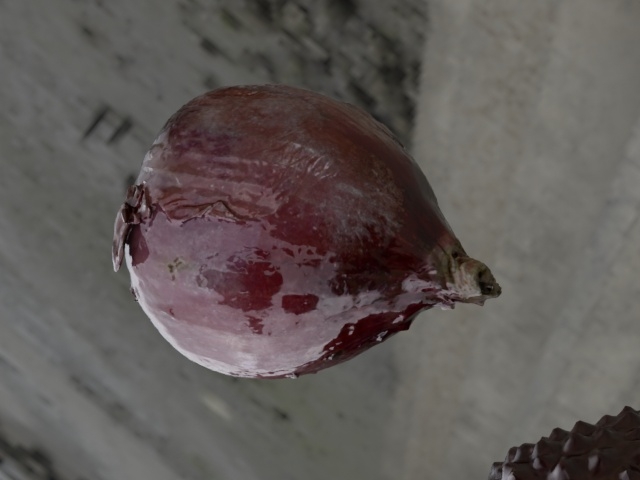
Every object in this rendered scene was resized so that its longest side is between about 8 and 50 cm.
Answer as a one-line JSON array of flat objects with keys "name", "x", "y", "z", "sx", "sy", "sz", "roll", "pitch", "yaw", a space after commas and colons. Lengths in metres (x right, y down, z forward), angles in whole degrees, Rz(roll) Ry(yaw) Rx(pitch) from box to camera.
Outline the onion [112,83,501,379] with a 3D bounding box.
[{"name": "onion", "x": 0.000, "y": 0.000, "z": 0.934, "sx": 0.195, "sy": 0.159, "sz": 0.159, "roll": 9, "pitch": 154, "yaw": 24}]

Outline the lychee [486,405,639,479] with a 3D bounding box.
[{"name": "lychee", "x": 0.187, "y": 0.220, "z": 1.069, "sx": 0.264, "sy": 0.264, "sz": 0.300, "roll": 45, "pitch": -178, "yaw": -29}]
